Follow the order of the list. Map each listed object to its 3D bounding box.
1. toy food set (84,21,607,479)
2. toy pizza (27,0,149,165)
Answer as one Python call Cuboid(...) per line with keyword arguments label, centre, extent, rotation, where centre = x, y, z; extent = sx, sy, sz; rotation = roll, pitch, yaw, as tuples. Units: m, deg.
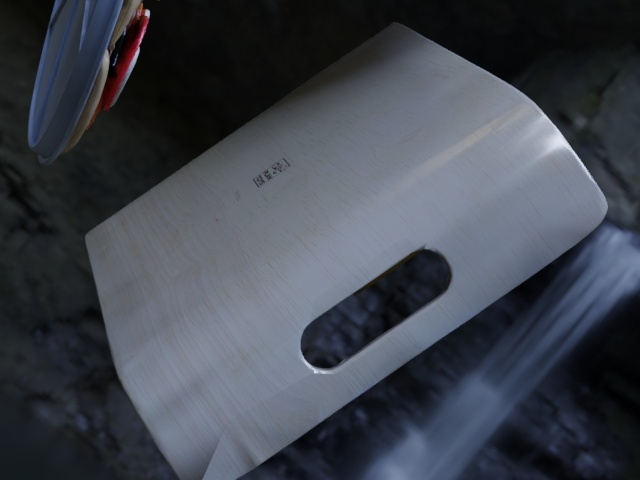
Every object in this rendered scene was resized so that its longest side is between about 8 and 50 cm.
Cuboid(label="toy food set", centre=(0.000, 0.000, 0.786), extent=(0.092, 0.219, 0.306), rotation=(56, -2, -21))
Cuboid(label="toy pizza", centre=(-0.081, -0.126, 0.649), extent=(0.032, 0.201, 0.201), rotation=(17, 1, -17))
